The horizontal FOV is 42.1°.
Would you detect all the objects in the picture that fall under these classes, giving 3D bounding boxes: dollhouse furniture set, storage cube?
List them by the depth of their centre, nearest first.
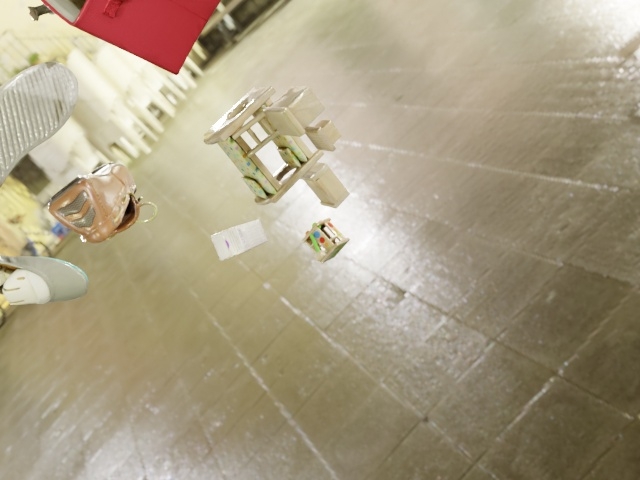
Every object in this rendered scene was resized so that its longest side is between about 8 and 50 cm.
[{"bbox_3d":[-0.029,-0.083,0.999,0.101,0.182,0.161,-46,26,-14],"label":"dollhouse furniture set"},{"bbox_3d":[-0.264,-0.370,1.142,0.215,0.193,0.184,41,103,33],"label":"storage cube"}]

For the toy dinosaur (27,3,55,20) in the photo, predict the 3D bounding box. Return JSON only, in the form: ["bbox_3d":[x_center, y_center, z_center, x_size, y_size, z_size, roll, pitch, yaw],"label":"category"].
[{"bbox_3d":[-0.451,-0.474,1.550,0.313,0.121,0.160,8,37,39],"label":"toy dinosaur"}]

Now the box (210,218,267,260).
[{"bbox_3d":[-0.193,-0.005,2.022,0.063,0.067,0.324,-20,3,7],"label":"box"}]

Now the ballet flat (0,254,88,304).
[{"bbox_3d":[-0.408,0.054,1.087,0.213,0.072,0.068,11,37,16],"label":"ballet flat"}]

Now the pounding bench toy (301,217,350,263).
[{"bbox_3d":[0.000,0.000,1.517,0.052,0.065,0.083,-49,-12,28],"label":"pounding bench toy"}]

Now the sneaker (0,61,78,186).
[{"bbox_3d":[-0.625,-0.205,1.609,0.150,0.135,0.366,7,54,51],"label":"sneaker"}]

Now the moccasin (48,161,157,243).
[{"bbox_3d":[-0.410,-0.066,1.615,0.139,0.147,0.380,-39,10,-3],"label":"moccasin"}]
